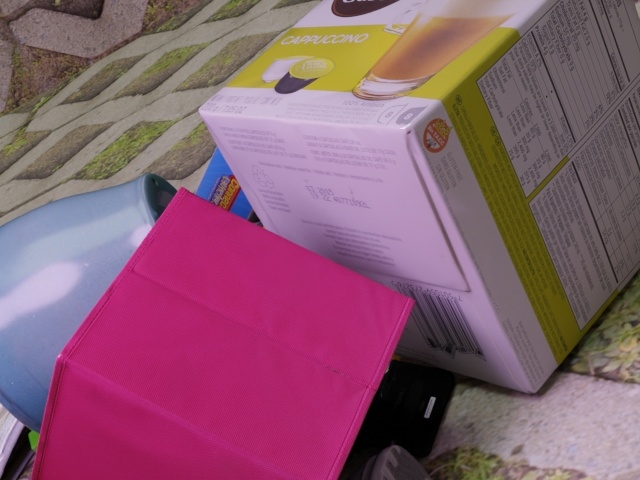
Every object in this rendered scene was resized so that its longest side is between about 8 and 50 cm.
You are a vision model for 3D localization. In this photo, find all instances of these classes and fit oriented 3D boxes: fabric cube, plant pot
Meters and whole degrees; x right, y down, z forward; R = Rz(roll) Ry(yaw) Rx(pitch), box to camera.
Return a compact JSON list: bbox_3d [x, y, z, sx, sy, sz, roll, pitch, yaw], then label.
[{"bbox_3d":[-0.096,0.156,1.156,0.259,0.258,0.254,-61,-5,-44],"label":"fabric cube"},{"bbox_3d":[-0.259,0.057,1.427,0.255,0.271,0.271,-31,25,10],"label":"plant pot"}]

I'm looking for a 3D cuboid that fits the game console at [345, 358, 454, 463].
[{"bbox_3d":[0.079,0.195,1.283,0.107,0.071,0.122,10,42,15],"label":"game console"}]

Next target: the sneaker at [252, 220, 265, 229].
[{"bbox_3d":[0.000,0.000,1.522,0.180,0.124,0.321,-12,32,43],"label":"sneaker"}]

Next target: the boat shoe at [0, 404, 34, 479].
[{"bbox_3d":[-0.397,0.233,1.704,0.103,0.118,0.320,28,54,20],"label":"boat shoe"}]

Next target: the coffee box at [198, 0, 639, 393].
[{"bbox_3d":[0.144,-0.096,1.293,0.334,0.338,0.338,-45,34,-25],"label":"coffee box"}]

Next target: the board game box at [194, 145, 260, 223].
[{"bbox_3d":[-0.051,-0.110,1.686,0.302,0.086,0.308,-41,-8,-34],"label":"board game box"}]

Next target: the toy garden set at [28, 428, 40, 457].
[{"bbox_3d":[-0.276,0.222,1.539,0.204,0.049,0.244,-40,27,-3],"label":"toy garden set"}]

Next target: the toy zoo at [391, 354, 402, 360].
[{"bbox_3d":[0.047,0.086,1.496,0.293,0.030,0.192,-13,32,39],"label":"toy zoo"}]

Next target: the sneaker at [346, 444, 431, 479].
[{"bbox_3d":[0.026,0.312,1.063,0.115,0.105,0.281,-36,13,33],"label":"sneaker"}]
